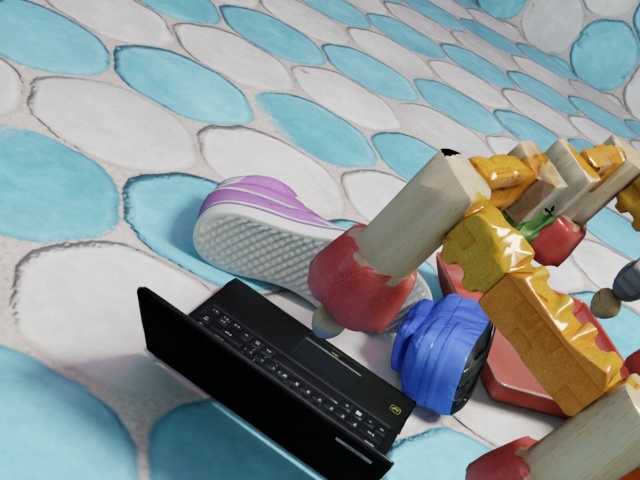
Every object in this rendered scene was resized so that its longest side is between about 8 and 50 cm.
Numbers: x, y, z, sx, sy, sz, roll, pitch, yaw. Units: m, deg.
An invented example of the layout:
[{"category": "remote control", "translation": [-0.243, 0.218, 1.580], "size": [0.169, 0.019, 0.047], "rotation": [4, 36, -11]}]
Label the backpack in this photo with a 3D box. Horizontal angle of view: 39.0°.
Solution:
[{"category": "backpack", "translation": [0.126, 0.125, 0.964], "size": [0.101, 0.098, 0.120], "rotation": [14, 32, 16]}]

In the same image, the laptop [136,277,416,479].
[{"category": "laptop", "translation": [-0.021, 0.102, 0.801], "size": [0.234, 0.136, 0.264], "rotation": [35, 29, 9]}]

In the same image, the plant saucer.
[{"category": "plant saucer", "translation": [0.275, 0.137, 1.142], "size": [0.259, 0.047, 0.258], "rotation": [17, 29, -22]}]

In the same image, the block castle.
[{"category": "block castle", "translation": [0.222, 0.077, 0.844], "size": [0.453, 0.213, 0.303], "rotation": [-12, 60, -52]}]

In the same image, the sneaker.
[{"category": "sneaker", "translation": [0.000, -0.001, 1.052], "size": [0.282, 0.102, 0.161], "rotation": [26, 24, -8]}]
